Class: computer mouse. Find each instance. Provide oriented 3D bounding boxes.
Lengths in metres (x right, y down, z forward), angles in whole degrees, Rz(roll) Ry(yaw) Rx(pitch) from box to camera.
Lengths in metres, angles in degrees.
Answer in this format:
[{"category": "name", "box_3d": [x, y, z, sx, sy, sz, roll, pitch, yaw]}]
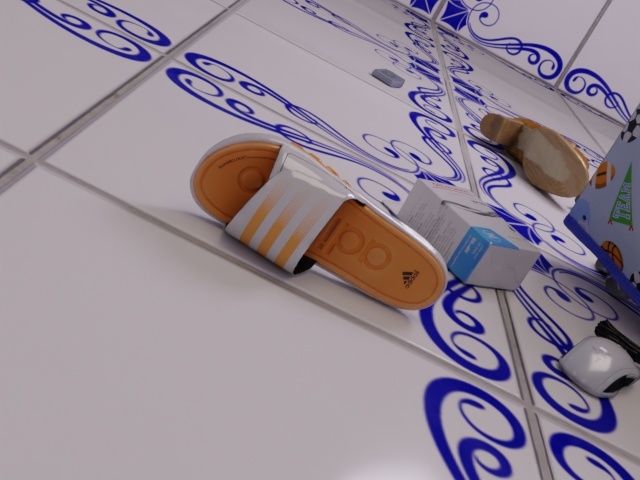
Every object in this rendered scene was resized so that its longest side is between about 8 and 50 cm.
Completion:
[{"category": "computer mouse", "box_3d": [0.328, 0.130, 0.991, 0.106, 0.042, 0.193, 42, 24, 27]}]

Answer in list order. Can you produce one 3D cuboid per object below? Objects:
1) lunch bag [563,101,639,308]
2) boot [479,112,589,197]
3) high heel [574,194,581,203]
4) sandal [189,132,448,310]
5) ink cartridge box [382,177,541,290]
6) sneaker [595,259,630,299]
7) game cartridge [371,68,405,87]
[{"category": "lunch bag", "box_3d": [0.550, -0.022, 1.114, 0.238, 0.328, 0.385, 4, 36, -27]}, {"category": "boot", "box_3d": [0.460, -0.158, 1.722, 0.211, 0.104, 0.295, 11, 23, -38]}, {"category": "high heel", "box_3d": [0.541, -0.005, 1.548, 0.186, 0.093, 0.261, 11, 30, 2]}, {"category": "sandal", "box_3d": [0.006, -0.008, 0.820, 0.265, 0.102, 0.076, 28, 18, -9]}, {"category": "ink cartridge box", "box_3d": [0.169, -0.018, 1.101, 0.104, 0.060, 0.180, 8, 30, -42]}, {"category": "sneaker", "box_3d": [0.449, 0.050, 1.311, 0.061, 0.054, 0.152, 31, 21, -3]}, {"category": "game cartridge", "box_3d": [0.142, -0.333, 1.839, 0.056, 0.017, 0.083, 31, 21, 16]}]
